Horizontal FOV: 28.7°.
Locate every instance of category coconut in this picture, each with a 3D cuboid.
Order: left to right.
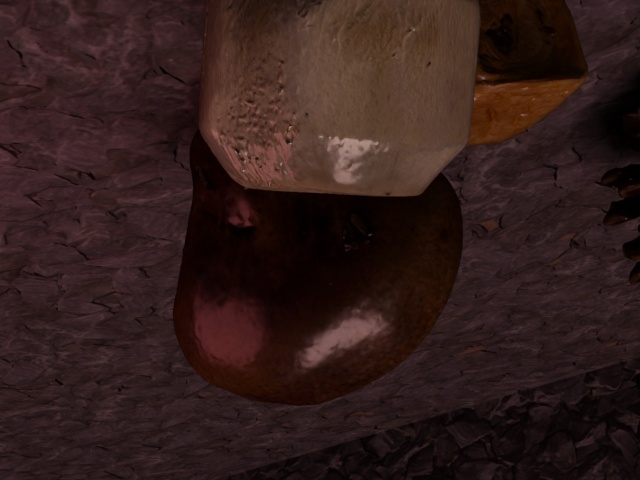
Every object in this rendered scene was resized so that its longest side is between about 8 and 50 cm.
[{"bbox_3d":[0.011,-0.163,1.087,0.245,0.247,0.245,2,-177,0],"label":"coconut"}]

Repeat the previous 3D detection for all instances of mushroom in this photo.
[{"bbox_3d":[0.000,0.000,1.310,0.345,0.345,0.259,-23,163,26],"label":"mushroom"}]

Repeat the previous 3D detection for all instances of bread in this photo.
[{"bbox_3d":[0.158,-0.180,1.221,0.158,0.149,0.143,0,158,-27],"label":"bread"}]

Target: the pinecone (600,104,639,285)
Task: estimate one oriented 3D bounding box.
[{"bbox_3d":[0.531,-0.021,1.511,0.384,0.384,0.384,-10,158,-4],"label":"pinecone"}]
